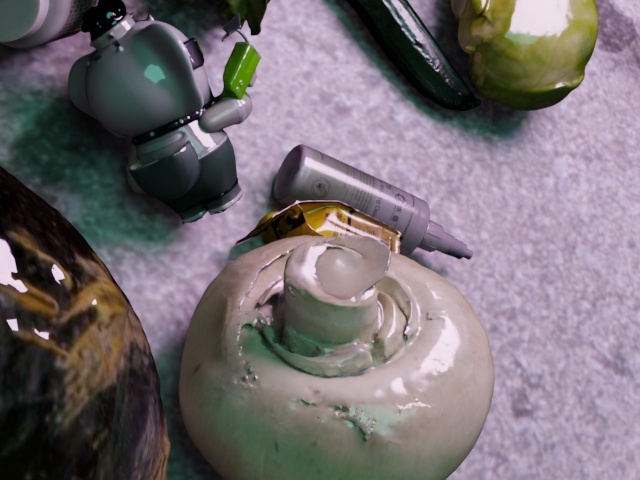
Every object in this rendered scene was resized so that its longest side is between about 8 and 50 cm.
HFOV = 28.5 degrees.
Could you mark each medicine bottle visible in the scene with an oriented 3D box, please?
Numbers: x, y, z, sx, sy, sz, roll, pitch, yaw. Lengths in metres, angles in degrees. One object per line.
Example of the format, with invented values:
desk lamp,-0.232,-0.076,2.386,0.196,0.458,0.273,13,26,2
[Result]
medicine bottle,0.056,-0.023,1.140,0.199,0.057,0.058,24,61,-20
medicine bottle,-0.227,-0.192,0.988,0.079,0.079,0.140,47,14,-7

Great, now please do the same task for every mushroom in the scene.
mushroom,0.009,0.087,0.970,0.246,0.202,0.246,-1,41,1

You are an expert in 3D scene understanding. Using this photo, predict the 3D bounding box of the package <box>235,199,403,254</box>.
package,0.000,0.000,1.091,0.131,0.071,0.047,23,58,-18

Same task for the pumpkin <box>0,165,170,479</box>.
pumpkin,-0.299,0.124,0.645,0.454,0.454,0.344,-2,46,-31

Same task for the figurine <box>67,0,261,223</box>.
figurine,-0.129,-0.110,1.023,0.192,0.147,0.126,61,36,-19

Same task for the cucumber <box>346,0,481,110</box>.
cucumber,0.054,-0.231,1.221,0.284,0.056,0.056,49,56,-5

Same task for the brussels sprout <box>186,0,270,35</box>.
brussels sprout,-0.059,-0.272,1.123,0.100,0.139,0.181,38,53,-21

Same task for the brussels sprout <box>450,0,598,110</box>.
brussels sprout,0.200,-0.216,1.258,0.145,0.131,0.183,3,61,-12
